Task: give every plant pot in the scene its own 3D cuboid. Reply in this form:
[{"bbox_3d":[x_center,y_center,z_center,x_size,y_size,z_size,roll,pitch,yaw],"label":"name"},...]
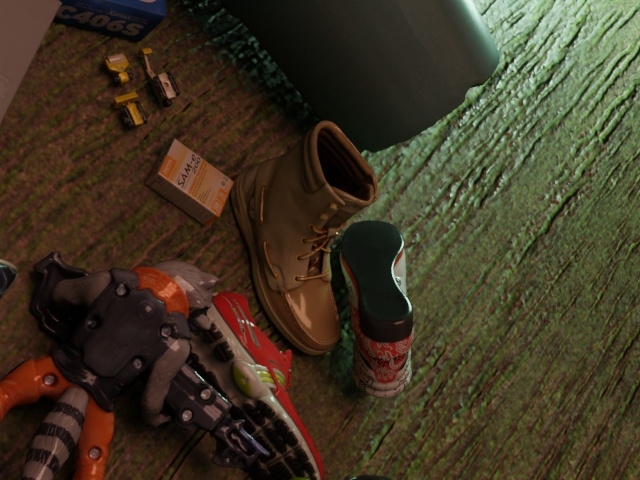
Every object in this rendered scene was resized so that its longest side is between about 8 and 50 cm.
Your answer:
[{"bbox_3d":[0.053,-0.318,1.716,0.334,0.341,0.341,56,47,-16],"label":"plant pot"}]

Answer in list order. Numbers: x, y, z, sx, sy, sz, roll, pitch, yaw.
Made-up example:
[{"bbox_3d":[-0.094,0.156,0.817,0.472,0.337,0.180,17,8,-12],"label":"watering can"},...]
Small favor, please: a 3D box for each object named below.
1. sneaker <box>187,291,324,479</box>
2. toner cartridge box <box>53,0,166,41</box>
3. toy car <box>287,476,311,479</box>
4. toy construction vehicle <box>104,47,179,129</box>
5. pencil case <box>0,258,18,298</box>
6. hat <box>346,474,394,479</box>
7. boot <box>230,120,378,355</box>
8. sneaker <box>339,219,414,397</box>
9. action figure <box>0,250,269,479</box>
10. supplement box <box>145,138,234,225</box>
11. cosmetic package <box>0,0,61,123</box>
[{"bbox_3d":[-0.063,0.183,1.539,0.118,0.107,0.279,-33,96,-52],"label":"sneaker"},{"bbox_3d":[-0.359,-0.366,1.550,0.347,0.075,0.165,8,64,-36],"label":"toner cartridge box"},{"bbox_3d":[-0.106,0.338,1.419,0.188,0.149,0.155,21,34,-9],"label":"toy car"},{"bbox_3d":[-0.230,-0.192,1.612,0.086,0.035,0.098,-24,85,-32],"label":"toy construction vehicle"},{"bbox_3d":[-0.398,0.192,1.174,0.160,0.183,0.410,13,71,-14],"label":"pencil case"},{"bbox_3d":[0.088,0.454,1.520,0.331,0.134,0.331,29,37,-25],"label":"hat"},{"bbox_3d":[0.000,0.000,1.594,0.095,0.203,0.262,-12,78,-41],"label":"boot"},{"bbox_3d":[0.073,0.093,1.699,0.090,0.145,0.270,-1,31,-4],"label":"sneaker"},{"bbox_3d":[-0.203,0.168,1.367,0.341,0.178,0.330,35,70,-6],"label":"action figure"},{"bbox_3d":[-0.165,-0.073,1.607,0.098,0.036,0.062,36,52,-22],"label":"supplement box"},{"bbox_3d":[-0.392,-0.184,1.411,0.107,0.127,0.238,36,54,-22],"label":"cosmetic package"}]
